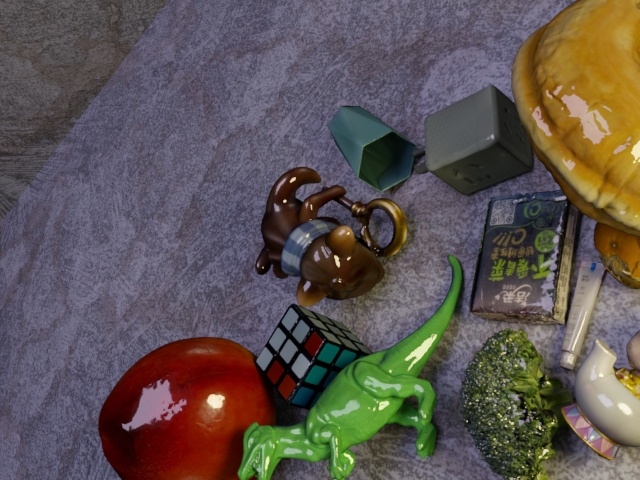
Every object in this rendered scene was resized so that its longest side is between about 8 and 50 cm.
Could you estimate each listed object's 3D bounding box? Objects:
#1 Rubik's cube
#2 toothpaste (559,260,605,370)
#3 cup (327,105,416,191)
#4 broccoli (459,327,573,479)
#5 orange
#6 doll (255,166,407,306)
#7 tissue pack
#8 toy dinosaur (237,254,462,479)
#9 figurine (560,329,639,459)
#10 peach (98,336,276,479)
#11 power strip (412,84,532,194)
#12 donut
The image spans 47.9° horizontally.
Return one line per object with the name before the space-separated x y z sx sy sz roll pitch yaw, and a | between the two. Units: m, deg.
Rubik's cube | -0.012 0.253 1.518 0.162 0.160 0.163 -58 39 8
toothpaste | 0.435 0.124 1.205 0.048 0.031 0.190 3 69 51
cup | 0.105 -0.231 1.672 0.235 0.134 0.148 -125 40 -51
broccoli | 0.314 0.273 1.151 0.176 0.198 0.226 -37 68 -19
orange | 0.507 0.003 1.122 0.156 0.134 0.156 173 90 -81
doll | 0.003 0.001 1.607 0.340 0.209 0.318 41 105 47
tissue pack | 0.368 0.029 1.293 0.173 0.073 0.235 -4 67 46
toy dinosaur | 0.069 0.251 1.404 0.374 0.144 0.500 0 56 24
figurine | 0.477 0.192 1.030 0.263 0.189 0.142 -50 7 17
peach | -0.290 0.394 1.579 0.388 0.388 0.388 -24 53 38
power strip | 0.290 -0.186 1.444 0.224 0.140 0.139 -22 55 40
donut | 0.495 -0.198 1.034 0.198 0.449 0.449 103 169 -62
